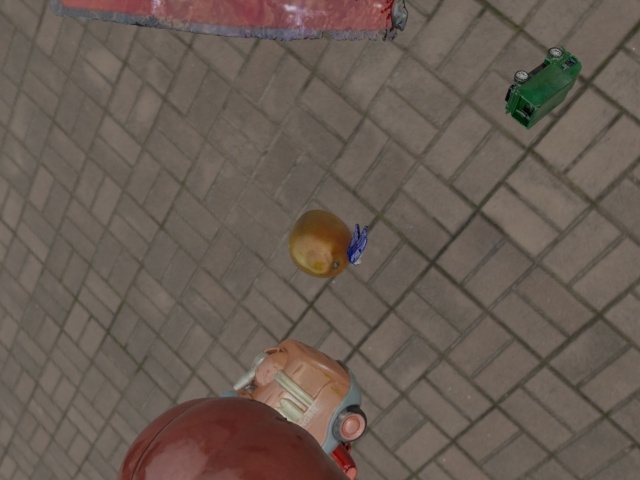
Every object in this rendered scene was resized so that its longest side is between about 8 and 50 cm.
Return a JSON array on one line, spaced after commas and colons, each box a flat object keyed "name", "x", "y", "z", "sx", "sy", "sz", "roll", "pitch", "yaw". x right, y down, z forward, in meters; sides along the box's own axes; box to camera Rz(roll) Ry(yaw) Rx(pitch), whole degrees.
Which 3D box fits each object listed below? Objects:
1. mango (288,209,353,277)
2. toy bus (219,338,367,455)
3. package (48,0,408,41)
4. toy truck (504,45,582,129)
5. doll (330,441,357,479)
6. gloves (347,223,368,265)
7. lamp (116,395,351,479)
[{"name": "mango", "x": 0.005, "y": 0.003, "z": 1.361, "sx": 0.151, "sy": 0.221, "sz": 0.120, "roll": 21, "pitch": 117, "yaw": -2}, {"name": "toy bus", "x": -0.069, "y": 0.325, "z": 1.117, "sx": 0.288, "sy": 0.194, "sz": 0.232, "roll": -47, "pitch": 115, "yaw": -6}, {"name": "package", "x": -0.056, "y": -0.224, "z": 0.391, "sx": 0.269, "sy": 0.071, "sz": 0.194, "roll": 18, "pitch": 86, "yaw": 9}, {"name": "toy truck", "x": 0.391, "y": -0.274, "z": 1.037, "sx": 0.079, "sy": 0.147, "sz": 0.065, "roll": 45, "pitch": 162, "yaw": 22}, {"name": "doll", "x": -0.007, "y": 0.512, "z": 1.591, "sx": 0.188, "sy": 0.384, "sz": 0.099, "roll": 27, "pitch": 96, "yaw": -9}, {"name": "gloves", "x": 0.077, "y": 0.007, "z": 1.229, "sx": 0.026, "sy": 0.064, "sz": 0.086, "roll": 9, "pitch": 118, "yaw": -20}, {"name": "lamp", "x": -0.051, "y": 0.184, "z": 0.358, "sx": 0.182, "sy": 0.140, "sz": 0.182, "roll": 28, "pitch": 136, "yaw": 30}]
